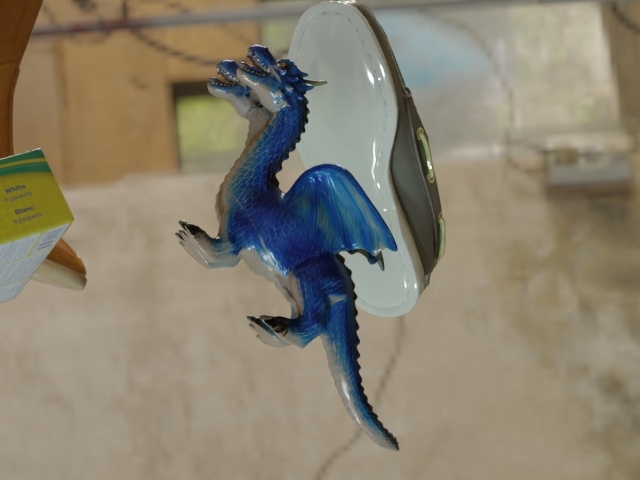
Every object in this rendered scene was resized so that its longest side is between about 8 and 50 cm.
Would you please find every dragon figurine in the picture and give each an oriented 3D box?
[{"bbox_3d":[0.000,0.000,1.332,0.289,0.144,0.085,49,170,4],"label":"dragon figurine"}]

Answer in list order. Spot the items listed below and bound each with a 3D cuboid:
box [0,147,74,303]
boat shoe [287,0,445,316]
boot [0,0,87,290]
[{"bbox_3d":[-0.209,0.018,0.864,0.043,0.179,0.105,62,147,11],"label":"box"},{"bbox_3d":[0.046,-0.083,1.762,0.091,0.109,0.305,-45,-51,-51],"label":"boat shoe"},{"bbox_3d":[-0.266,-0.110,1.525,0.211,0.295,0.104,-59,-4,-15],"label":"boot"}]
